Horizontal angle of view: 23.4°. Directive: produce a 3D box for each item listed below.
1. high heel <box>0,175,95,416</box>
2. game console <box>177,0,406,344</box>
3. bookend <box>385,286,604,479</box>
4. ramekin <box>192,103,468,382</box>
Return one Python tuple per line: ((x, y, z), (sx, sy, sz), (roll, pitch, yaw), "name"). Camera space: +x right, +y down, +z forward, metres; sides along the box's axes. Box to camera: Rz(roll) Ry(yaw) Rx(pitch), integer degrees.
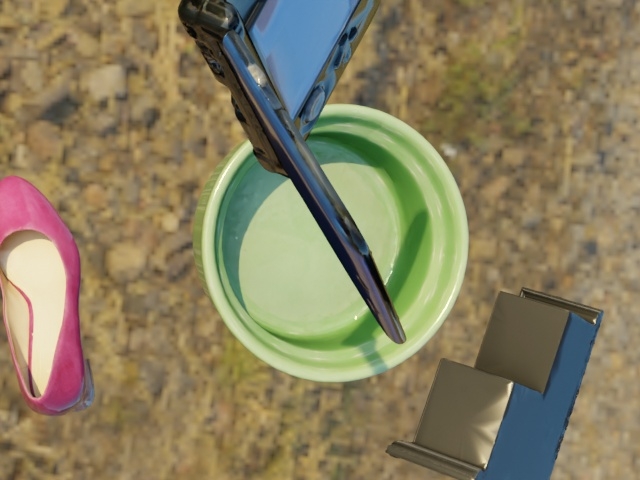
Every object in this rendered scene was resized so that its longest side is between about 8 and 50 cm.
((-0.273, 0.047, 1.446), (0.117, 0.082, 0.244), (43, 34, -78), "high heel")
((0.027, -0.101, 1.031), (0.250, 0.173, 0.293), (-61, 166, -10), "game console")
((0.133, 0.104, 1.146), (0.157, 0.072, 0.156), (25, 83, -61), "bookend")
((0.000, 0.000, 1.743), (0.148, 0.303, 0.303), (-171, -94, -73), "ramekin")
